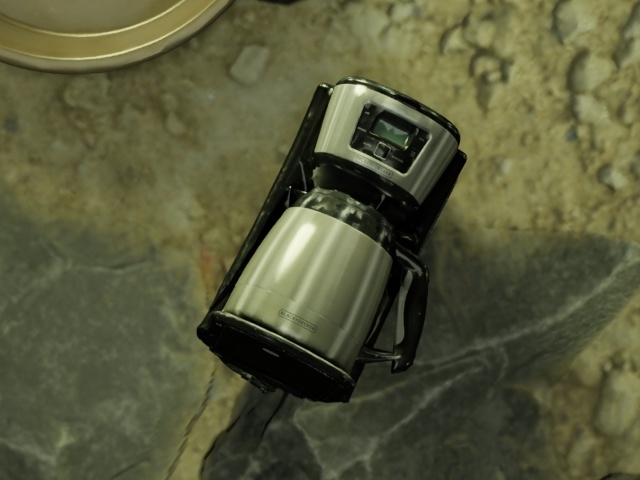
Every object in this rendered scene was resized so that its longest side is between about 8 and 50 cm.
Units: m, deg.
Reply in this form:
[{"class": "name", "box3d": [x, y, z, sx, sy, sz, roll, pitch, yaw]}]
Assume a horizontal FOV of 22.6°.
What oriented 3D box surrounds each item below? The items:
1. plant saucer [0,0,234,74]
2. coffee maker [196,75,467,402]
[{"class": "plant saucer", "box3d": [-0.157, -0.245, 1.022, 0.278, 0.041, 0.278, 0, 95, 1]}, {"class": "coffee maker", "box3d": [0.000, 0.000, 1.002, 0.120, 0.171, 0.178, 34, 74, -24]}]
